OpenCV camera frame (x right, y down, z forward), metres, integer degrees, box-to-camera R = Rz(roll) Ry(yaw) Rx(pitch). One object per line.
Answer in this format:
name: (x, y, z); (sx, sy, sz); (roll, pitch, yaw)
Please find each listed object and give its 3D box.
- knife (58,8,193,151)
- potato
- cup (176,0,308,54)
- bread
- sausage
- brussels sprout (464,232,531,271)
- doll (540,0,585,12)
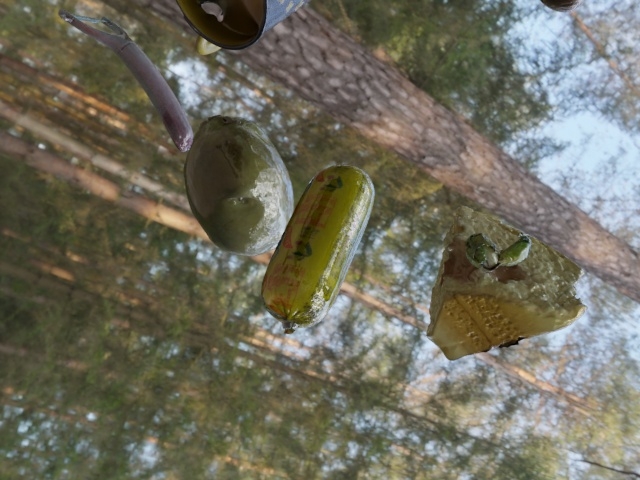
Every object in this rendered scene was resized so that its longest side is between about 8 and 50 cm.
knife: (-0.284, -0.256, 1.111); (0.053, 0.123, 0.278); (-43, -97, 27)
potato: (-0.171, -0.102, 1.537); (0.221, 0.326, 0.243); (-18, -132, -12)
cup: (-0.107, -0.409, 1.084); (0.255, 0.178, 0.256); (-7, -150, 43)
bread: (0.278, 0.102, 1.153); (0.183, 0.224, 0.211); (-62, 170, -51)
sausage: (0.000, 0.000, 1.192); (0.123, 0.123, 0.347); (-17, -140, 46)
brussels sprout: (0.231, 0.015, 0.938); (0.084, 0.046, 0.050); (0, -81, 16)
doll: (0.362, -0.423, 1.062); (0.188, 0.096, 0.145); (114, -48, -75)
